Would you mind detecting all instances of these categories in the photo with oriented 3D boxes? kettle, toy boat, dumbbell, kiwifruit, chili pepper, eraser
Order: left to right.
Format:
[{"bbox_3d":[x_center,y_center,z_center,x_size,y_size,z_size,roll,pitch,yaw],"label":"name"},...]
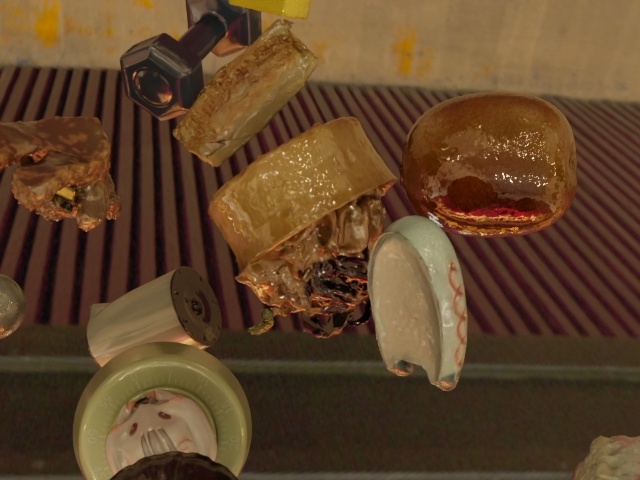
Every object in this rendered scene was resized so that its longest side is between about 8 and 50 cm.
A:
[{"bbox_3d":[-0.321,0.192,1.859,0.236,0.161,0.221,-23,93,21],"label":"kettle"},{"bbox_3d":[-0.230,-0.359,1.768,0.156,0.316,0.143,37,136,-5],"label":"dumbbell"},{"bbox_3d":[-0.083,0.121,1.416,0.027,0.022,0.083,38,143,3],"label":"chili pepper"},{"bbox_3d":[-0.063,-0.347,1.257,0.045,0.122,0.097,-4,109,-42],"label":"eraser"},{"bbox_3d":[0.122,0.070,1.132,0.078,0.134,0.208,-17,106,-32],"label":"toy boat"},{"bbox_3d":[0.219,-0.098,1.275,0.233,0.196,0.196,-7,118,19],"label":"kiwifruit"}]

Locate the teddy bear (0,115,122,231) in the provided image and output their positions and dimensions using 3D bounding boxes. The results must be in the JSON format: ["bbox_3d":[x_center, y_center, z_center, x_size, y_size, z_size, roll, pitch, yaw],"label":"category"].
[{"bbox_3d":[-0.469,-0.102,1.643,0.246,0.296,0.223,34,127,12],"label":"teddy bear"}]

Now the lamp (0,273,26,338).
[{"bbox_3d":[-0.496,0.099,1.446,0.105,0.105,0.105,-4,115,-9],"label":"lamp"}]

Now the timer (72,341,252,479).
[{"bbox_3d":[-0.236,0.301,1.439,0.290,0.315,0.291,1,85,-9],"label":"timer"}]

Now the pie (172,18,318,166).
[{"bbox_3d":[-0.124,-0.252,1.643,0.128,0.068,0.282,44,92,16],"label":"pie"}]

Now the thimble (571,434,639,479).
[{"bbox_3d":[0.355,0.326,1.070,0.185,0.149,0.211,-22,109,24],"label":"thimble"}]

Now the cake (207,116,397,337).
[{"bbox_3d":[0.007,-0.004,1.652,0.332,0.332,0.321,-31,86,4],"label":"cake"}]

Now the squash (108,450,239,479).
[{"bbox_3d":[-0.140,0.303,0.923,0.193,0.193,0.156,-25,138,2],"label":"squash"}]
